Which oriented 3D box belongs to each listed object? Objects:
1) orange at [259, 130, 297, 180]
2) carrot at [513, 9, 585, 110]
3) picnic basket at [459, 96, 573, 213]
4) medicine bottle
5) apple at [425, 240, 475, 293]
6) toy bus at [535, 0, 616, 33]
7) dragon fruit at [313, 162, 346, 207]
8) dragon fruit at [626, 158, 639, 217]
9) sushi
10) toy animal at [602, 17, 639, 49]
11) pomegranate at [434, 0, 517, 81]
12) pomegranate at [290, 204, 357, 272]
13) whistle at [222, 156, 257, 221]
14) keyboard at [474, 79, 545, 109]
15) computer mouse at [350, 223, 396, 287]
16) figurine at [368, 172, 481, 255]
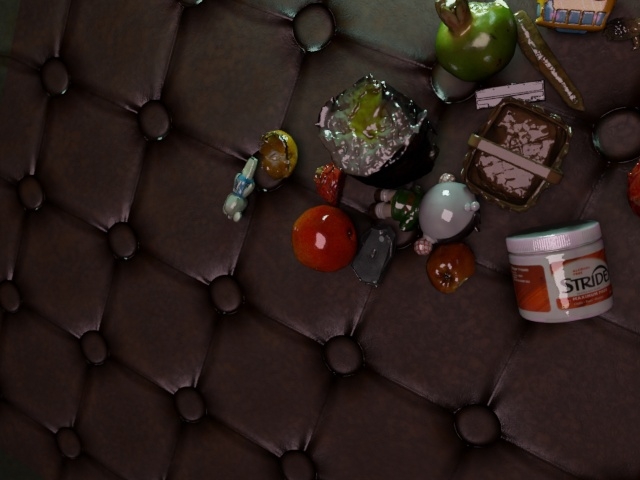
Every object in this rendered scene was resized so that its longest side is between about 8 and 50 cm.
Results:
[{"bbox_3d":[-0.136,-0.292,1.920,0.160,0.112,0.170,55,145,-1],"label":"orange"},{"bbox_3d":[0.642,-0.501,1.617,0.070,0.070,0.342,-34,88,22],"label":"carrot"},{"bbox_3d":[0.533,-0.232,1.567,0.254,0.321,0.292,29,109,11],"label":"picnic basket"},{"bbox_3d":[0.667,0.084,1.596,0.252,0.252,0.241,-12,94,22],"label":"medicine bottle"},{"bbox_3d":[0.397,0.079,1.749,0.156,0.158,0.147,-25,88,25],"label":"apple"},{"bbox_3d":[0.689,-0.635,1.547,0.209,0.126,0.136,13,111,19],"label":"toy bus"},{"bbox_3d":[0.022,-0.195,1.894,0.106,0.083,0.162,19,107,20],"label":"dragon fruit"},{"bbox_3d":[0.932,-0.133,1.480,0.252,0.241,0.241,24,107,1],"label":"dragon fruit"},{"bbox_3d":[0.179,-0.303,1.677,0.281,0.294,0.299,-47,69,15],"label":"sushi"},{"bbox_3d":[0.875,-0.562,1.516,0.219,0.069,0.086,-1,88,19],"label":"toy animal"},{"bbox_3d":[0.412,-0.574,1.571,0.235,0.301,0.236,-11,71,36],"label":"pomegranate"},{"bbox_3d":[0.000,0.000,1.867,0.256,0.220,0.221,-15,93,50],"label":"pomegranate"},{"bbox_3d":[-0.275,-0.182,2.014,0.114,0.077,0.236,34,104,43],"label":"whistle"},{"bbox_3d":[0.560,-0.430,1.686,0.197,0.010,0.064,-3,96,21],"label":"keyboard"},{"bbox_3d":[0.185,0.050,1.875,0.126,0.071,0.231,34,117,27],"label":"computer mouse"},{"bbox_3d":[0.322,-0.095,1.727,0.369,0.167,0.282,10,69,38],"label":"figurine"}]
